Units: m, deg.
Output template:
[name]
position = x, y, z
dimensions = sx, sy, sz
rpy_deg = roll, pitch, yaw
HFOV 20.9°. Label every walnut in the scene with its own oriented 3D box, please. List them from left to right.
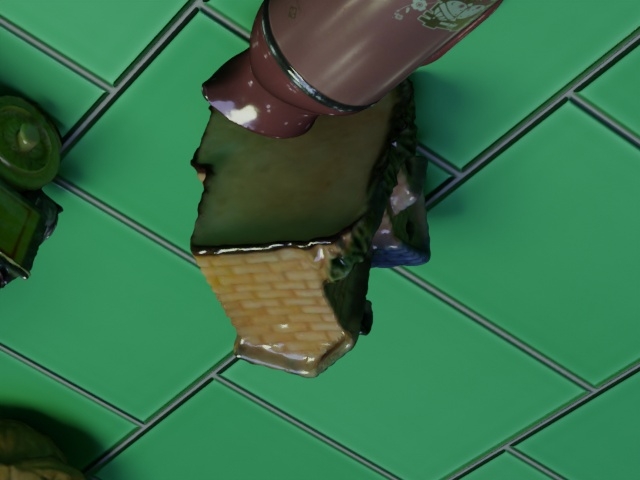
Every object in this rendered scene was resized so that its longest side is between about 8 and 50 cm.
[walnut]
position = -0.315, 0.274, 1.696
dimensions = 0.213, 0.213, 0.213
rpy_deg = 8, 139, 7

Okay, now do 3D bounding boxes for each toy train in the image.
[toy train]
position = -0.316, -0.057, 1.337
dimensions = 0.261, 0.177, 0.134
rpy_deg = 38, 133, -26

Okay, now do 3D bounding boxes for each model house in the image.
[model house]
position = 0.000, 0.000, 1.304
dimensions = 0.166, 0.183, 0.172
rpy_deg = -2, 134, 20

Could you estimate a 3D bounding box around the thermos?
[thermos]
position = 0.053, -0.173, 1.169
dimensions = 0.109, 0.136, 0.330
rpy_deg = 53, 132, 0
